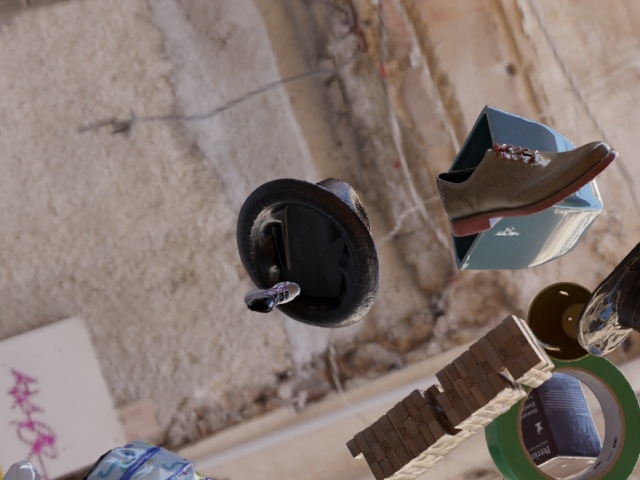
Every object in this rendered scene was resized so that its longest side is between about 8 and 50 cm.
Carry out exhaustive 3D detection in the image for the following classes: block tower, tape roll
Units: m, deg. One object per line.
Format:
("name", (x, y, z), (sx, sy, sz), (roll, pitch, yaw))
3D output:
("block tower", (0.203, 0.257, 1.716), (0.091, 0.335, 0.097), (23, 32, -55))
("tape roll", (0.498, 0.380, 2.274), (0.077, 0.321, 0.321), (142, -72, -72))

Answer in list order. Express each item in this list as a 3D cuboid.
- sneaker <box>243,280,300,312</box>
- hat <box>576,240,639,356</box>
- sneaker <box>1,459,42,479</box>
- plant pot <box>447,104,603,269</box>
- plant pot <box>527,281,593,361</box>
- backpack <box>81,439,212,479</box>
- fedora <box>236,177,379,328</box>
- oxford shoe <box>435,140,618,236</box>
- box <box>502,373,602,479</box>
("sneaker", (-0.079, 0.102, 1.887), (0.069, 0.098, 0.038), (-116, -170, -71))
("hat", (0.545, 0.078, 1.649), (0.134, 0.331, 0.331), (46, -30, 31))
("sneaker", (-0.474, 0.417, 1.575), (0.090, 0.095, 0.235), (-18, -132, 54))
("plant pot", (0.421, -0.089, 2.260), (0.247, 0.252, 0.247), (114, -22, -47))
("plant pot", (0.434, 0.139, 1.912), (0.134, 0.095, 0.134), (-2, -94, 28))
("backpack", (-0.290, 0.483, 1.712), (0.274, 0.290, 0.355), (8, -79, 25))
("fedora", (0.000, 0.000, 2.097), (0.334, 0.152, 0.334), (17, -50, 22))
("oxford shoe", (0.343, -0.113, 1.927), (0.348, 0.123, 0.130), (-23, -80, 37))
("box", (0.481, 0.408, 2.429), (0.168, 0.167, 0.203), (-40, -128, 39))
